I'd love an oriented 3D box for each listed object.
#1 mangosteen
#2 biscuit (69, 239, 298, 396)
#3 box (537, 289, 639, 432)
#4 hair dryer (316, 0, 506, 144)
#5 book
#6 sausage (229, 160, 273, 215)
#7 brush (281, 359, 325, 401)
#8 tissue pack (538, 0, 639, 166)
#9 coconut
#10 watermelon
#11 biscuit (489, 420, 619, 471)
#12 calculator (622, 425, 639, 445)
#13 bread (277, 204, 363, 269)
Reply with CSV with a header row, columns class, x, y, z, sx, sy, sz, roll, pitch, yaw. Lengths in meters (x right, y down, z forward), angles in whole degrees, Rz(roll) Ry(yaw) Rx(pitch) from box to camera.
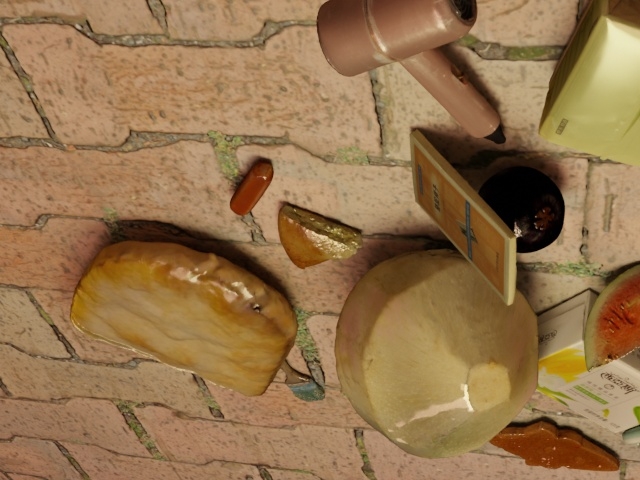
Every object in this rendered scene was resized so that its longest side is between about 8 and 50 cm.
class,x,y,z,sx,sy,sz,roll,pitch,yaw
mangosteen,0.281,-0.047,1.673,0.137,0.137,0.151,40,167,-31
biscuit,-0.254,0.131,2.152,0.429,0.104,0.446,21,148,-5
box,0.486,0.214,1.963,0.260,0.111,0.194,30,144,-17
hair dryer,0.169,-0.226,1.501,0.189,0.107,0.344,-15,144,35
book,0.206,-0.033,1.658,0.018,0.241,0.170,-29,145,-13
sausage,-0.110,-0.086,1.842,0.041,0.039,0.131,30,143,-8
brush,-0.060,0.276,2.352,0.070,0.021,0.196,-11,137,31
tissue pack,0.381,-0.210,1.386,0.159,0.125,0.234,17,147,-1
coconut,0.194,0.184,1.873,0.353,0.352,0.352,11,146,8
watermelon,0.501,0.106,1.777,0.245,0.119,0.063,-37,126,20
biscuit,0.476,0.421,2.321,0.280,0.043,0.183,11,149,-1
calculator,0.665,0.304,1.992,0.295,0.042,0.184,-28,167,40
bread,-0.023,-0.010,1.906,0.154,0.054,0.136,-20,129,38
